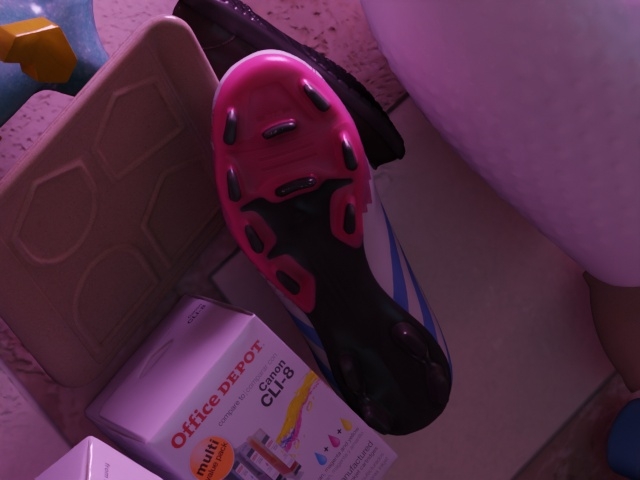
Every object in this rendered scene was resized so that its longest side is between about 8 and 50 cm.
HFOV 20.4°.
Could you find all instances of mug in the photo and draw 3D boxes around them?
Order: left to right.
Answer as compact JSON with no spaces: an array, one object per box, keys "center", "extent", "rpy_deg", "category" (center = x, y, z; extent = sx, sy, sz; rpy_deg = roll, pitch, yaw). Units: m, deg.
[{"center":[0.218,-0.170,1.332],"extent":[0.328,0.374,0.276],"rpy_deg":[40,71,-20],"category":"mug"}]

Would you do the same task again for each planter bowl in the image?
[{"center":[0.296,0.038,1.533],"extent":[0.162,0.162,0.109],"rpy_deg":[-37,85,-21],"category":"planter bowl"}]

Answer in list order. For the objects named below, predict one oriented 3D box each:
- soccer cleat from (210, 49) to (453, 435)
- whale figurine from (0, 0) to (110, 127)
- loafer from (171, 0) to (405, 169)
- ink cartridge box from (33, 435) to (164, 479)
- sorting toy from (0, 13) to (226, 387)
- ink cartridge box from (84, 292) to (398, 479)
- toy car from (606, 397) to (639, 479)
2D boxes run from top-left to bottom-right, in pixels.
[{"center":[0.000,0.000,1.363],"extent":[0.116,0.143,0.331],"rpy_deg":[-24,111,0],"category":"soccer cleat"},{"center":[-0.260,-0.116,1.199],"extent":[0.272,0.141,0.216],"rpy_deg":[-17,103,-25],"category":"whale figurine"},{"center":[-0.032,-0.116,1.375],"extent":[0.220,0.080,0.078],"rpy_deg":[34,102,-18],"category":"loafer"},{"center":[-0.120,0.308,1.273],"extent":[0.307,0.129,0.223],"rpy_deg":[36,119,-27],"category":"ink cartridge box"},{"center":[-0.166,-0.053,1.254],"extent":[0.229,0.041,0.307],"rpy_deg":[-47,144,-16],"category":"sorting toy"},{"center":[-0.061,0.147,1.348],"extent":[0.176,0.127,0.128],"rpy_deg":[46,74,-24],"category":"ink cartridge box"},{"center":[0.369,0.280,1.594],"extent":[0.210,0.219,0.238],"rpy_deg":[-64,148,-9],"category":"toy car"}]
